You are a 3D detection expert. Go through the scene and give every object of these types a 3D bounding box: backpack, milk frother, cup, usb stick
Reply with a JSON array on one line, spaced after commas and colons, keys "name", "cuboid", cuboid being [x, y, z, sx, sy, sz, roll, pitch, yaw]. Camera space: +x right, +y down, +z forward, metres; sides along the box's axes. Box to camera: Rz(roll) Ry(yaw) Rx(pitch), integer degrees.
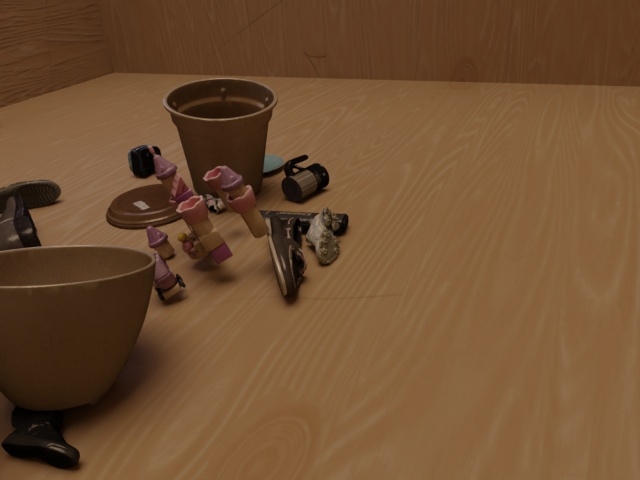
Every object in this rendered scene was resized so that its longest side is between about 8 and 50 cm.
[{"name": "backpack", "cuboid": [-0.632, -0.294, 2.014, 0.084, 0.104, 0.114, 11, 27, 25]}, {"name": "milk frother", "cuboid": [-0.073, -0.185, 1.755, 0.135, 0.129, 0.143, -32, -5, -41]}, {"name": "cup", "cuboid": [-0.456, 0.151, 0.980, 0.332, 0.236, 0.331, 1, 11, 0]}, {"name": "usb stick", "cuboid": [-0.060, -0.054, 1.540, 0.278, 0.045, 0.077, 3, 30, 15]}]

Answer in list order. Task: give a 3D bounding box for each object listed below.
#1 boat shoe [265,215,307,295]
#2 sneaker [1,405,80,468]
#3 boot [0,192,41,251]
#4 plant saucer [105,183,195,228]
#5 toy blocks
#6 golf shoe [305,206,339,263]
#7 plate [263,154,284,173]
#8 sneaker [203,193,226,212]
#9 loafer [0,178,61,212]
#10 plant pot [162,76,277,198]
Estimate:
[{"name": "boat shoe", "cuboid": [-0.073, 0.018, 1.342, 0.096, 0.112, 0.335, -13, 25, -5]}, {"name": "sneaker", "cuboid": [-0.447, 0.312, 0.914, 0.170, 0.051, 0.089, 2, 32, 18]}, {"name": "boot", "cuboid": [-0.916, -0.020, 1.549, 0.223, 0.118, 0.338, -24, 29, -22]}, {"name": "plant saucer", "cuboid": [-0.523, -0.114, 1.732, 0.278, 0.041, 0.277, -3, 29, 2]}, {"name": "toy blocks", "cuboid": [-0.333, -0.083, 1.328, 0.309, 0.260, 0.289, -34, 30, -11]}, {"name": "golf shoe", "cuboid": [0.000, 0.000, 1.422, 0.086, 0.069, 0.176, -29, 35, 29]}, {"name": "plate", "cuboid": [-0.219, -0.262, 1.976, 0.188, 0.024, 0.188, -4, 27, 2]}, {"name": "sneaker", "cuboid": [-0.332, -0.111, 1.696, 0.109, 0.040, 0.044, 14, 49, 43]}, {"name": "loafer", "cuboid": [-0.977, -0.156, 1.820, 0.252, 0.094, 0.087, -11, 33, -10]}, {"name": "plant pot", "cuboid": [-0.294, -0.300, 1.733, 0.334, 0.305, 0.333, 1, 36, -1]}]
